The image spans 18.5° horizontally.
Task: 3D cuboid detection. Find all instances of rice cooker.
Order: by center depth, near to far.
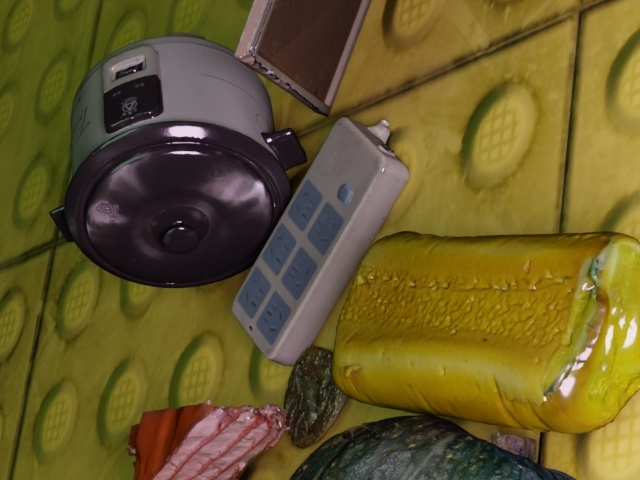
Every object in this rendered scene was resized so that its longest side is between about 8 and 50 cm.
[{"bbox_3d":[-0.155,-0.078,2.102,0.280,0.241,0.227,-17,45,9],"label":"rice cooker"}]

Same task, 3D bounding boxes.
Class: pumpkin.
[{"bbox_3d":[0.068,0.261,1.597,0.293,0.197,0.263,4,73,55],"label":"pumpkin"}]

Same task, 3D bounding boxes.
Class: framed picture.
[{"bbox_3d":[0.004,-0.256,1.964,0.024,0.315,0.232,20,88,15],"label":"framed picture"}]

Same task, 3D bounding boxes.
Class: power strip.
[{"bbox_3d":[0.000,0.000,2.001,0.270,0.046,0.118,-60,32,14],"label":"power strip"}]

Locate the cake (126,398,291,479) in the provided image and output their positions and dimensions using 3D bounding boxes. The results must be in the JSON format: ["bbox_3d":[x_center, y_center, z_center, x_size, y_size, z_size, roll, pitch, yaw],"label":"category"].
[{"bbox_3d":[-0.121,0.219,2.000,0.287,0.098,0.135,-34,40,57],"label":"cake"}]

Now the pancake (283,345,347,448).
[{"bbox_3d":[-0.006,0.153,1.945,0.108,0.017,0.108,-33,46,44],"label":"pancake"}]

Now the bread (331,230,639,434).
[{"bbox_3d":[0.149,0.078,1.658,0.383,0.112,0.166,0,66,58],"label":"bread"}]
